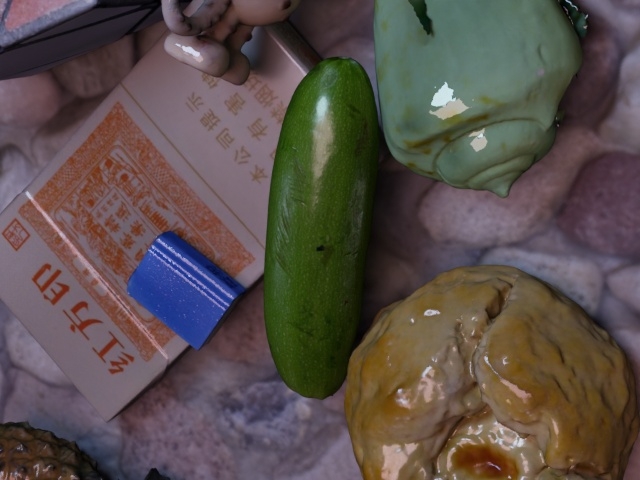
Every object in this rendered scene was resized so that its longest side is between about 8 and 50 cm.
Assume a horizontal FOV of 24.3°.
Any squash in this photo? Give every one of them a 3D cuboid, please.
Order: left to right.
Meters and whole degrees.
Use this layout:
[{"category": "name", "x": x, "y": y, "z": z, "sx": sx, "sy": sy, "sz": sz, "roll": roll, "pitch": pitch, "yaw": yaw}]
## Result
[{"category": "squash", "x": -0.001, "y": 0.000, "z": 1.159, "sx": 0.082, "sy": 0.082, "sz": 0.292, "roll": 15, "pitch": 117, "yaw": 19}]

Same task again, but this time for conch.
[{"category": "conch", "x": 0.115, "y": -0.156, "z": 1.123, "sx": 0.143, "sy": 0.137, "sz": 0.251, "roll": -9, "pitch": 77, "yaw": 50}]

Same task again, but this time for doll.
[{"category": "doll", "x": -0.038, "y": -0.253, "z": 1.114, "sx": 0.119, "sy": 0.154, "sz": 0.278, "roll": 24, "pitch": 86, "yaw": 17}]

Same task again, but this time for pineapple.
[{"category": "pineapple", "x": -0.203, "y": 0.245, "z": 1.321, "sx": 0.248, "sy": 0.128, "sz": 0.128, "roll": 15, "pitch": 106, "yaw": 15}]

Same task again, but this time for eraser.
[{"category": "eraser", "x": -0.113, "y": 0.041, "z": 1.236, "sx": 0.084, "sy": 0.027, "sz": 0.063, "roll": 38, "pitch": 114, "yaw": 7}]

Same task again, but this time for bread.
[{"category": "bread", "x": 0.124, "y": 0.142, "z": 1.156, "sx": 0.244, "sy": 0.134, "sz": 0.244, "roll": 4, "pitch": 102, "yaw": 19}]

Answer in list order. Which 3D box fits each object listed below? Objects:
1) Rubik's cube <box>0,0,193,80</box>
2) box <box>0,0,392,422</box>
[{"category": "Rubik's cube", "x": -0.242, "y": -0.249, "z": 1.192, "sx": 0.207, "sy": 0.205, "sz": 0.205, "roll": -20, "pitch": 92, "yaw": 23}, {"category": "box", "x": -0.128, "y": -0.031, "z": 1.269, "sx": 0.204, "sy": 0.051, "sz": 0.365, "roll": 48, "pitch": 114, "yaw": 5}]
